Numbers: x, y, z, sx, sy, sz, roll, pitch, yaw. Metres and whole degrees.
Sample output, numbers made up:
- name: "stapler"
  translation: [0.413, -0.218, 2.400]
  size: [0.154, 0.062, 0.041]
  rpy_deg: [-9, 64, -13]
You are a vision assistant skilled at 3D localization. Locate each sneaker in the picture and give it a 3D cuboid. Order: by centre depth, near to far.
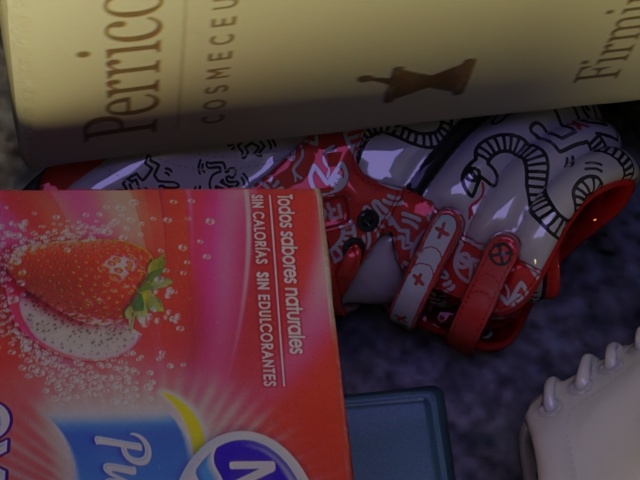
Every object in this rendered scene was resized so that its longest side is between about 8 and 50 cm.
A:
- name: "sneaker"
  translation: [0.126, 0.075, 0.737]
  size: [0.091, 0.094, 0.258]
  rpy_deg: [28, 66, 12]
- name: "sneaker"
  translation: [0.001, -0.001, 0.758]
  size: [0.270, 0.090, 0.145]
  rpy_deg: [-32, 72, -18]

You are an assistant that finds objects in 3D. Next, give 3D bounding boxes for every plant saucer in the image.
- name: "plant saucer"
  translation: [-0.040, 0.096, 0.755]
  size: [0.192, 0.018, 0.067]
  rpy_deg: [-5, 68, -6]

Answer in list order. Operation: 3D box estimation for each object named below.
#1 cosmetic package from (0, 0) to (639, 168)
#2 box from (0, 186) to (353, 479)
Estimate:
- name: "cosmetic package"
  translation: [0.066, -0.252, 0.647]
  size: [0.393, 0.329, 0.327]
  rpy_deg: [-7, 69, -8]
- name: "box"
  translation: [-0.061, 0.135, 0.590]
  size: [0.142, 0.154, 0.300]
  rpy_deg: [-1, 42, -5]
